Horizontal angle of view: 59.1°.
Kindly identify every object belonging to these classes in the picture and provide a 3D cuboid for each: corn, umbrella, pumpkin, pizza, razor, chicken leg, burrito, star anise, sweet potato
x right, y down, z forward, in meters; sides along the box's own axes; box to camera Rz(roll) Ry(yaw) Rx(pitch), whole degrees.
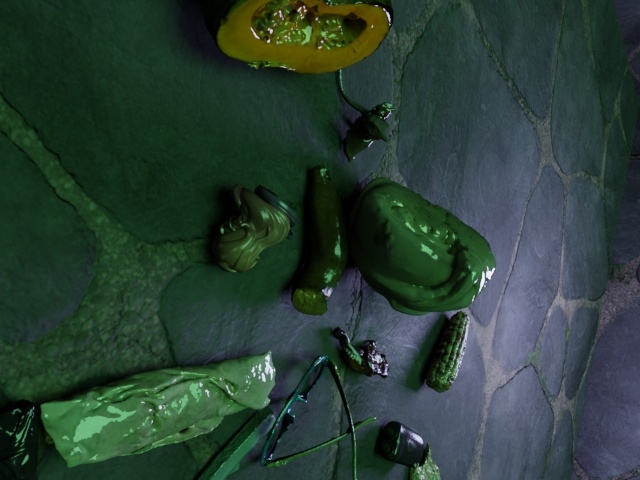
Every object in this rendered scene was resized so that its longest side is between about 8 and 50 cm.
[{"bbox_3d":[0.347,0.296,1.516,0.080,0.079,0.237,57,47,-35],"label":"corn"},{"bbox_3d":[-0.364,0.312,0.681,0.066,0.059,0.236,-8,98,-25],"label":"umbrella"},{"bbox_3d":[-0.056,-0.403,0.911,0.324,0.242,0.232,-3,66,-45],"label":"pumpkin"},{"bbox_3d":[0.278,0.667,1.487,0.181,0.034,0.262,1,92,-49],"label":"pizza"},{"bbox_3d":[0.196,0.493,1.360,0.148,0.054,0.090,40,63,-45],"label":"razor"},{"bbox_3d":[0.093,0.251,1.227,0.205,0.053,0.093,36,42,-53],"label":"chicken leg"},{"bbox_3d":[-0.215,0.245,0.837,0.392,0.076,0.118,-1,94,-50],"label":"burrito"},{"bbox_3d":[0.063,-0.303,1.122,0.227,0.148,0.218,41,94,-13],"label":"star anise"},{"bbox_3d":[0.005,0.000,1.074,0.112,0.085,0.286,11,84,-45],"label":"sweet potato"}]

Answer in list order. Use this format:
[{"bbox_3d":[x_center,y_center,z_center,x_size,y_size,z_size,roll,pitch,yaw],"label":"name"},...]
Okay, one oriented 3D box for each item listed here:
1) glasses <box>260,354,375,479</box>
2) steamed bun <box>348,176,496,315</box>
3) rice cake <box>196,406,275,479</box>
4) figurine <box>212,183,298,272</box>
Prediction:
[{"bbox_3d":[0.000,0.354,1.059,0.207,0.102,0.239,45,56,-9],"label":"glasses"},{"bbox_3d":[0.184,0.037,1.151,0.220,0.309,0.324,-58,-176,21],"label":"steamed bun"},{"bbox_3d":[-0.141,0.360,0.969,0.180,0.030,0.042,-41,128,-41],"label":"rice cake"},{"bbox_3d":[-0.113,-0.022,0.913,0.126,0.114,0.157,41,61,-3],"label":"figurine"}]
